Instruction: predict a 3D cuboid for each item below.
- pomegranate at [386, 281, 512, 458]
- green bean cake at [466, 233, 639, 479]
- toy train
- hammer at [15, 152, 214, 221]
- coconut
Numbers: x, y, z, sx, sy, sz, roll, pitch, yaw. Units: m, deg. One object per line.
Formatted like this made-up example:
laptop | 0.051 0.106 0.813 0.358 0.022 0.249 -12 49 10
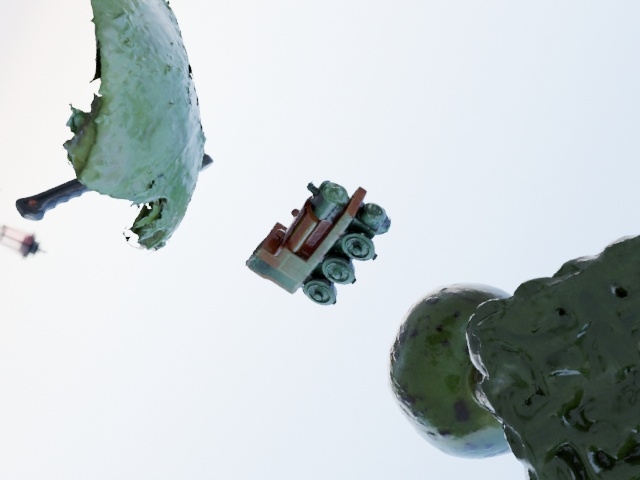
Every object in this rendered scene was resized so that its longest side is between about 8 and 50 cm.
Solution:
pomegranate | 0.223 0.188 1.176 0.242 0.242 0.306 -62 -152 4
green bean cake | 0.282 0.133 0.818 0.246 0.156 0.250 -24 -101 6
toy train | 0.000 0.000 1.023 0.176 0.118 0.074 -54 -174 46
hammer | -0.297 -0.099 1.288 0.287 0.111 0.033 -30 175 -30
coconut | -0.084 -0.067 0.406 0.133 0.055 0.158 -112 -171 -62
